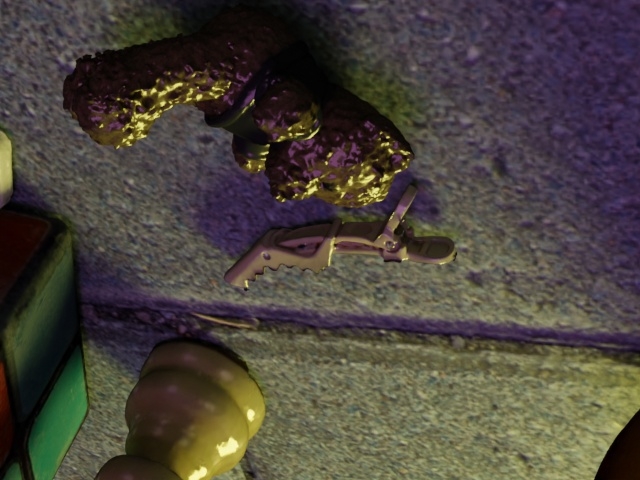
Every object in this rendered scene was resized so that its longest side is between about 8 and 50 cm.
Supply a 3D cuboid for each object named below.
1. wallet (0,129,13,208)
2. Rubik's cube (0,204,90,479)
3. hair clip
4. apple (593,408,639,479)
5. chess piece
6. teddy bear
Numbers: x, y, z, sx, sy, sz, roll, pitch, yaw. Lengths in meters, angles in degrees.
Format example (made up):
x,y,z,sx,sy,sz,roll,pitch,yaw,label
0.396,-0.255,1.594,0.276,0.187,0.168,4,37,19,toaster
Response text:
x,y,z,sx,sy,sz,roll,pitch,yaw,label
-0.371,-0.090,1.020,0.190,0.033,0.095,20,135,4,wallet
-0.427,0.147,1.070,0.313,0.318,0.316,15,137,8,Rubik's cube
0.000,0.000,0.942,0.226,0.034,0.072,-8,124,32,hair clip
0.400,0.249,0.815,0.374,0.374,0.384,51,160,-25,apple
-0.162,0.232,1.072,0.143,0.261,0.142,15,136,15,chess piece
-0.055,-0.103,0.810,0.251,0.182,0.129,18,98,-13,teddy bear
